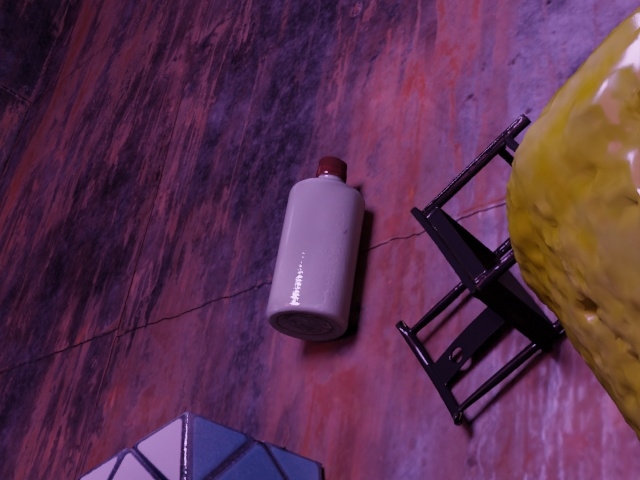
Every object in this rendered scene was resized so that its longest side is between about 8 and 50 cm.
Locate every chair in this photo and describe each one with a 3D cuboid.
[{"bbox_3d":[0.166,0.031,0.796,0.260,0.141,0.154,-45,36,13],"label":"chair"}]

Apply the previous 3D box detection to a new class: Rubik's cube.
[{"bbox_3d":[-0.130,0.334,0.859,0.207,0.205,0.205,-37,40,29],"label":"Rubik's cube"}]

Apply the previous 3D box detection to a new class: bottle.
[{"bbox_3d":[0.000,0.000,1.046,0.104,0.104,0.245,-19,50,42],"label":"bottle"}]

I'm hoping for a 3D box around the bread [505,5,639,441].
[{"bbox_3d":[0.312,0.012,0.463,0.348,0.348,0.307,-41,45,22],"label":"bread"}]
